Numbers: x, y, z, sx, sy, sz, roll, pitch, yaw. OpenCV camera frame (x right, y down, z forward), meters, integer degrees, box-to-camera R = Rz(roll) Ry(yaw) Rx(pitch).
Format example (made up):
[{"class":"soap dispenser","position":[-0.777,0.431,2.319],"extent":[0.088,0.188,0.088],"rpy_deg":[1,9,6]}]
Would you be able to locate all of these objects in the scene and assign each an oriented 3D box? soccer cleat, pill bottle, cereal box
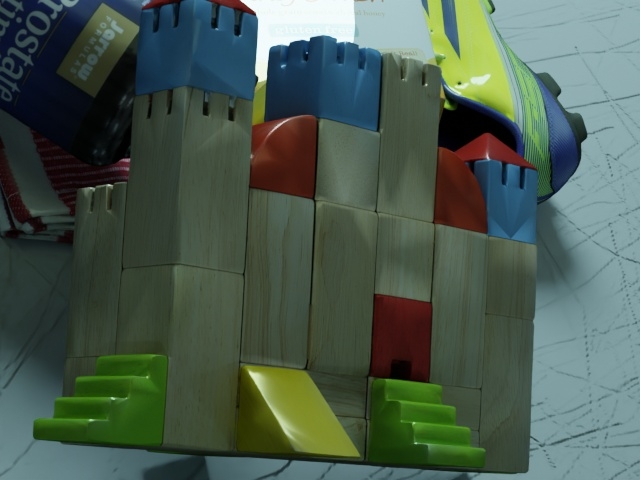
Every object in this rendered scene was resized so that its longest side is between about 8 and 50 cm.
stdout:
[{"class":"soccer cleat","position":[0.083,-0.143,1.373],"extent":[0.121,0.093,0.289],"rpy_deg":[-30,75,-38]},{"class":"pill bottle","position":[-0.155,-0.124,1.130],"extent":[0.219,0.123,0.123],"rpy_deg":[33,44,-1]},{"class":"cereal box","position":[-0.017,-0.176,1.286],"extent":[0.173,0.047,0.240],"rpy_deg":[-2,53,-12]}]

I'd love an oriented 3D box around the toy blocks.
[{"class":"toy blocks","position":[0.000,0.000,1.059],"extent":[0.381,0.191,0.261],"rpy_deg":[11,79,-42]}]

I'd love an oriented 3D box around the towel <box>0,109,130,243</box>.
[{"class":"towel","position":[-0.097,-0.104,1.261],"extent":[0.329,0.037,0.237],"rpy_deg":[-2,56,-34]}]
